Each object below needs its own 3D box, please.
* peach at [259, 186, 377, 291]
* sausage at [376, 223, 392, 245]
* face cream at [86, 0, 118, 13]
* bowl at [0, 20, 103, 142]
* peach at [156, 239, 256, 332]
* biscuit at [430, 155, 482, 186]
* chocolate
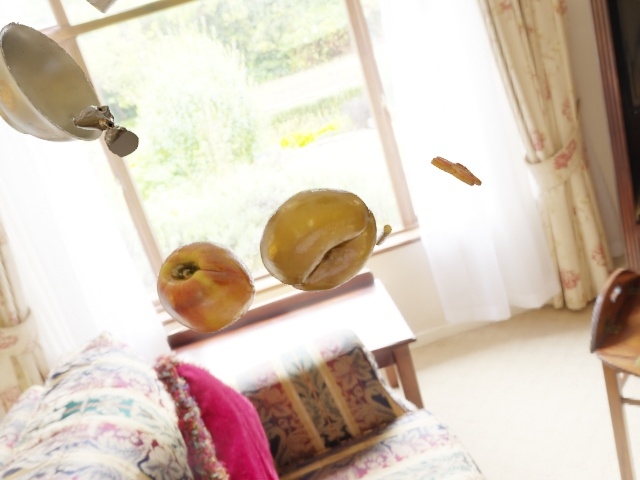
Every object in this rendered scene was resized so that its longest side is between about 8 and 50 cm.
[{"bbox_3d":[0.000,0.000,1.221,0.251,0.251,0.153,-17,56,-1],"label":"peach"},{"bbox_3d":[0.137,-0.010,1.307,0.024,0.024,0.132,-19,-11,-8],"label":"sausage"},{"bbox_3d":[-0.288,-0.489,0.943,0.269,0.107,0.073,-44,-3,12],"label":"face cream"},{"bbox_3d":[-0.748,-0.377,1.570,0.157,0.345,0.345,-28,14,15],"label":"bowl"},{"bbox_3d":[-0.294,0.126,1.575,0.281,0.281,0.238,-6,61,32],"label":"peach"},{"bbox_3d":[0.420,-0.217,1.817,0.165,0.036,0.250,34,17,16],"label":"biscuit"},{"bbox_3d":[-0.405,-0.217,1.123,0.147,0.070,0.072,39,53,24],"label":"chocolate"}]
